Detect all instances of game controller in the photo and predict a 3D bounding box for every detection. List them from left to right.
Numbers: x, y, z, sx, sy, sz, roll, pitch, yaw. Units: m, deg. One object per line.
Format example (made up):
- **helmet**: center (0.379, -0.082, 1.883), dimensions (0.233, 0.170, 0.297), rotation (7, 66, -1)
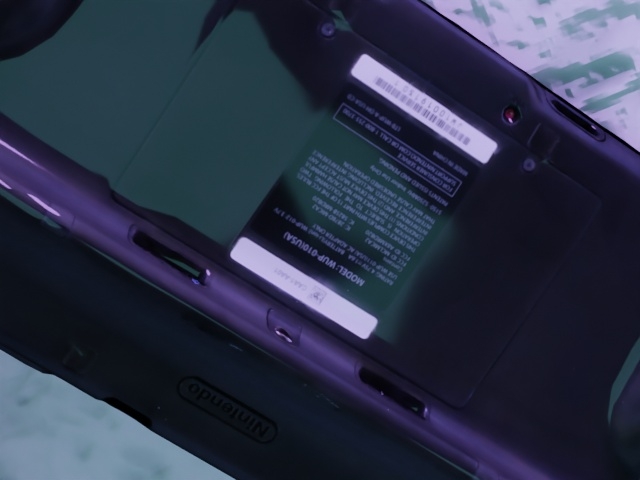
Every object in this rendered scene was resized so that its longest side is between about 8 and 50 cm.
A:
- **game controller**: center (0.000, 0.000, 0.545), dimensions (0.319, 0.067, 0.166), rotation (32, 88, -16)
